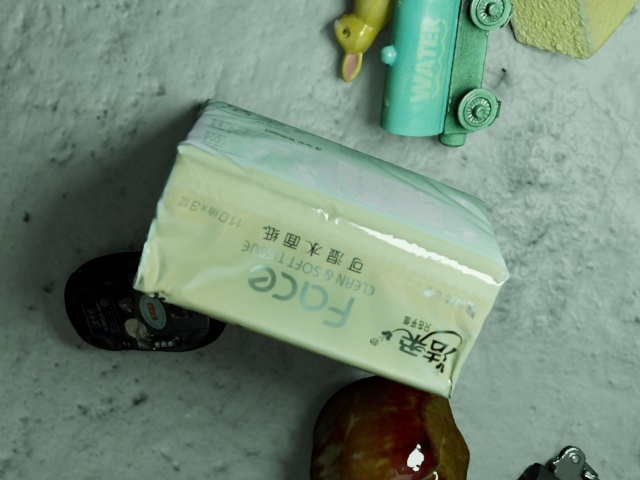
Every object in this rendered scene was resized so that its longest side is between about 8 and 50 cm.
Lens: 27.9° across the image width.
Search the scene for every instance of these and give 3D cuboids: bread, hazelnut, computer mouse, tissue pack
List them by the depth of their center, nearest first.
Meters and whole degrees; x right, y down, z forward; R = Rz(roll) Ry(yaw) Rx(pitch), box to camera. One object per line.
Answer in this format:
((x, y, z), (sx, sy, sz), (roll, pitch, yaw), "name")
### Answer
((0.000, 0.000, 1.597), (0.404, 0.332, 0.205), (20, 105, -5), "tissue pack")
((0.318, -0.376, 1.624), (0.178, 0.135, 0.240), (-47, 135, -21), "bread")
((-0.227, 0.076, 1.720), (0.233, 0.096, 0.137), (-2, 114, 19), "computer mouse")
((0.092, 0.301, 1.727), (0.218, 0.234, 0.218), (-3, 145, -2), "hazelnut")

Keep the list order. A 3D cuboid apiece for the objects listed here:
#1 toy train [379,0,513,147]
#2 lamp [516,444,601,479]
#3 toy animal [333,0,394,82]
((0.150, -0.238, 1.642), (0.159, 0.101, 0.248), (-4, 113, -19), "toy train")
((0.344, 0.387, 1.789), (0.227, 0.147, 0.172), (39, 86, 0), "lamp")
((0.056, -0.280, 1.670), (0.070, 0.083, 0.159), (30, 109, 1), "toy animal")
